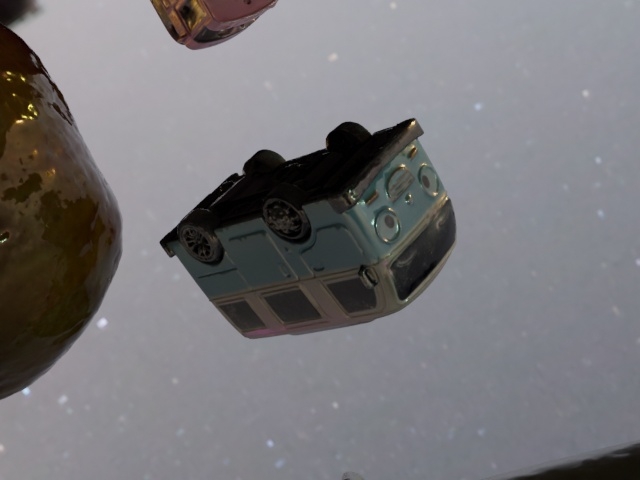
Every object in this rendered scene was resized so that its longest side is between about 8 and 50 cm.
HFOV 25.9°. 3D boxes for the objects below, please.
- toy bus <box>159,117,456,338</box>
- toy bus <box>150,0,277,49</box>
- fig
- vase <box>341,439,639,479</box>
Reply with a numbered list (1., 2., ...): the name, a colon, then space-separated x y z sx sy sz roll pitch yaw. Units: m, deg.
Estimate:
1. toy bus: 0.000 0.000 0.579 0.123 0.075 0.060 -14 -154 48
2. toy bus: -0.099 -0.218 0.860 0.063 0.203 0.090 -29 180 -26
3. fig: -0.195 -0.005 0.537 0.191 0.190 0.290 -27 179 13
4. vase: 0.177 0.202 0.749 0.291 0.245 0.245 -17 -150 0
